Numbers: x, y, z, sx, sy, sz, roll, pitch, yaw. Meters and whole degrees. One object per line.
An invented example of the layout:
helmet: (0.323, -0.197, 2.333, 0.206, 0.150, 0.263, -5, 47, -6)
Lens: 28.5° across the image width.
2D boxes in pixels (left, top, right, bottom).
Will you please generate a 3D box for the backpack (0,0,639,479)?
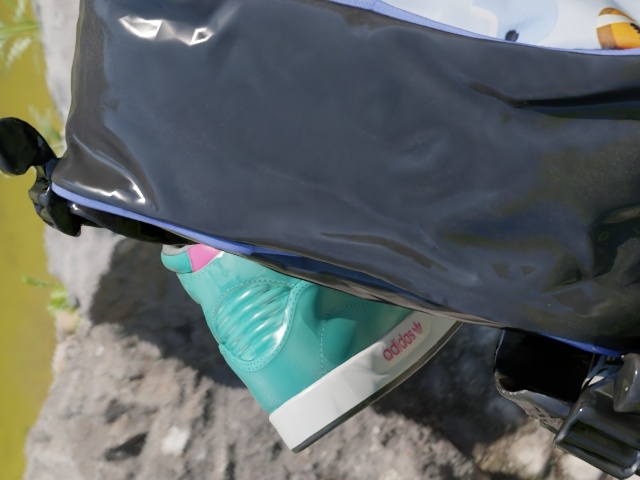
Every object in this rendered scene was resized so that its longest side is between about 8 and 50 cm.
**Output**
backpack: (0.061, -0.070, 0.489, 0.276, 0.263, 0.213, 22, 104, 25)

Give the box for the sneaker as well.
sneaker: (0.000, 0.000, 0.769, 0.123, 0.295, 0.178, -37, 88, 21)
